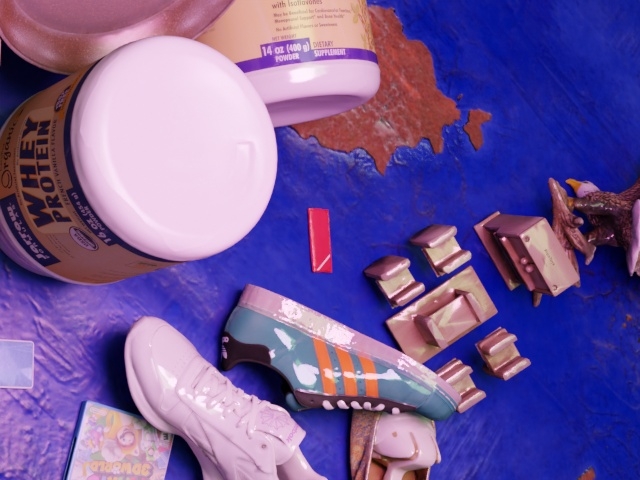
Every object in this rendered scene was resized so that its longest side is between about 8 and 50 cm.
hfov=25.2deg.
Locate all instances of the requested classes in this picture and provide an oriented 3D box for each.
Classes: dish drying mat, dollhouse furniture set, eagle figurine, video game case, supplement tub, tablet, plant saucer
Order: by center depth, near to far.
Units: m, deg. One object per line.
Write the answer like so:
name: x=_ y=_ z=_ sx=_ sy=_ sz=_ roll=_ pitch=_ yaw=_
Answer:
plant saucer: x=-0.203 y=-0.301 z=1.492 sx=0.311 sy=0.310 sz=0.050 roll=-9 pitch=54 yaw=-35
supplement tub: x=-0.216 y=-0.073 z=1.530 sx=0.228 sy=0.316 sz=0.228 roll=7 pitch=77 yaw=-34
tablet: x=-0.357 y=0.136 z=1.586 sx=0.083 sy=0.006 sz=0.054 roll=6 pitch=77 yaw=-34
video game case: x=-0.236 y=0.278 z=1.636 sx=0.119 sy=0.015 sz=0.166 roll=22 pitch=70 yaw=-30
supplement tub: x=-0.069 y=-0.313 z=1.722 sx=0.241 sy=0.241 sz=0.331 roll=-8 pitch=86 yaw=-35
dish drying mat: x=0.000 y=0.000 z=1.853 sx=0.032 sy=0.008 sz=0.083 roll=2 pitch=80 yaw=-33
dollhouse furniture set: x=0.196 y=0.071 z=1.923 sx=0.242 sy=0.161 sz=0.212 roll=-33 pitch=101 yaw=-12
eagle figurine: x=0.446 y=-0.040 z=2.059 sx=0.298 sy=0.226 sz=0.225 roll=-8 pitch=66 yaw=-30

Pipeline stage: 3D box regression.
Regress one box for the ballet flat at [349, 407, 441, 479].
ballet flat: x=0.095 y=0.306 z=1.796 sx=0.123 sy=0.123 sz=0.348 roll=21 pitch=70 yaw=-30

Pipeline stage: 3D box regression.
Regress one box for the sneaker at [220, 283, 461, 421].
sneaker: x=0.020 y=0.168 z=1.756 sx=0.302 sy=0.108 sz=0.121 roll=25 pitch=82 yaw=-3

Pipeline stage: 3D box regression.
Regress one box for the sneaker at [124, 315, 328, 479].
sneaker: x=-0.104 y=0.198 z=1.652 sx=0.305 sy=0.152 sz=0.114 roll=55 pitch=34 yaw=-18
